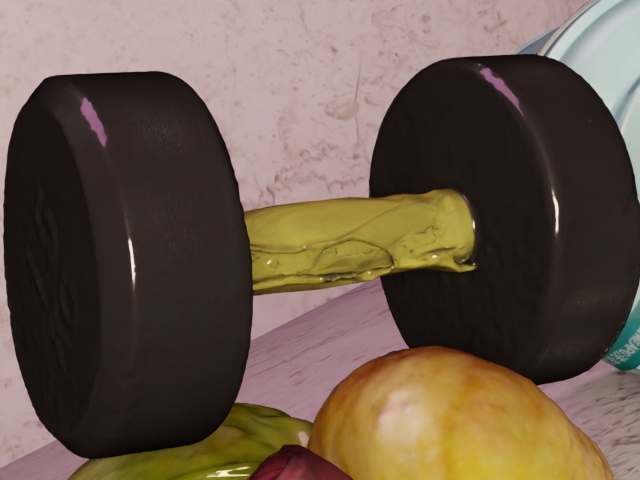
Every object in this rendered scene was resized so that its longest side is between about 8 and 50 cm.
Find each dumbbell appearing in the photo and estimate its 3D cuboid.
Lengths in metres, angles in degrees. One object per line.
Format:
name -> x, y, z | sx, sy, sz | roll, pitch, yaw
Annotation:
dumbbell -> 0.000, 0.000, 0.740 | 0.322, 0.203, 0.204 | -6, -7, -28

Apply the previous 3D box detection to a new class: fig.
fig -> 0.061, 0.161, 0.580 | 0.159, 0.159, 0.257 | -24, 25, 15

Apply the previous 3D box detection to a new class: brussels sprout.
brussels sprout -> -0.072, 0.182, 0.754 | 0.223, 0.161, 0.223 | -22, -4, -2

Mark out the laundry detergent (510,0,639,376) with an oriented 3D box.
laundry detergent -> 0.256, -0.045, 0.955 | 0.287, 0.287, 0.305 | -25, 3, -3

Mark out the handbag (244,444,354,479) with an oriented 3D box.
handbag -> -0.042, 0.182, 0.439 | 0.225, 0.135, 0.146 | -43, 3, -5
